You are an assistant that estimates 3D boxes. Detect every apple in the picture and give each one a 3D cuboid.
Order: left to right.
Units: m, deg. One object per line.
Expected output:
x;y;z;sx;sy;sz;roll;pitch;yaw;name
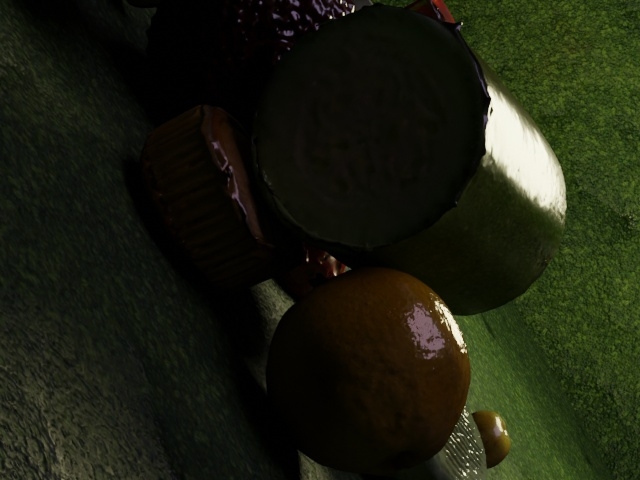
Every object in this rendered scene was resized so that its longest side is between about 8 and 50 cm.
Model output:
0.240;0.290;2.197;0.084;0.071;0.084;54;14;-21;apple

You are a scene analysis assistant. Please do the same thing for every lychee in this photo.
-0.077;-0.216;1.738;0.260;0.260;0.260;55;12;-18;lychee

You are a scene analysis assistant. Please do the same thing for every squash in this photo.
0.103;-0.077;1.612;0.263;0.263;0.384;63;12;20;squash

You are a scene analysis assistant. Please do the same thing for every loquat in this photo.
0.045;0.126;1.469;0.208;0.208;0.208;55;12;-18;loquat

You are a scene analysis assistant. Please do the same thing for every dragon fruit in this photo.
0.000;0.000;1.852;0.153;0.111;0.153;58;13;-21;dragon fruit

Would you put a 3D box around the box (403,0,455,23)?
0.044;-0.233;2.102;0.089;0.313;0.197;60;11;-5;box

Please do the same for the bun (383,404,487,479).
0.101;0.215;1.732;0.221;0.108;0.221;53;21;-31;bun

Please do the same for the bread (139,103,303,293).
-0.105;-0.039;1.526;0.199;0.104;0.199;59;13;-22;bread

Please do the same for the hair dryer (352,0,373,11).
0.013;-0.242;2.405;0.128;0.203;0.362;59;-6;18;hair dryer

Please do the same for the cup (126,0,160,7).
-0.239;-0.419;1.764;0.196;0.196;0.279;-107;170;-50;cup
